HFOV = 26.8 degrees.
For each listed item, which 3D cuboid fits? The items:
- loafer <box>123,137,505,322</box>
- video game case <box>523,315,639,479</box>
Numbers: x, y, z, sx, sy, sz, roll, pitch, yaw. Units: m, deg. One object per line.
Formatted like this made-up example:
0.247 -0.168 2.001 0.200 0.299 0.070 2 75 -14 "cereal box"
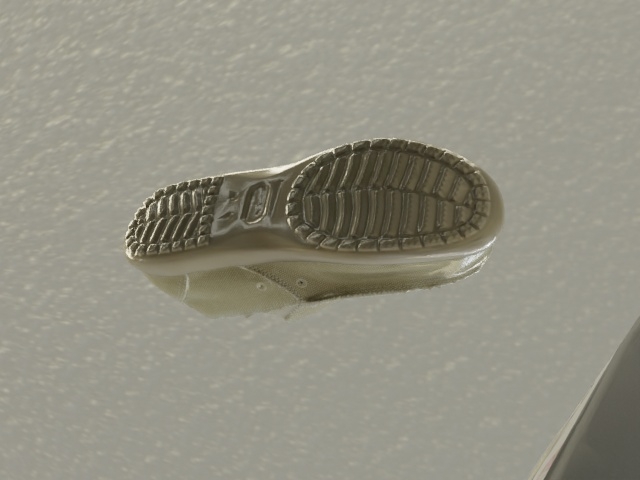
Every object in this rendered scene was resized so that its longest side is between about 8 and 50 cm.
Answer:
0.000 0.000 0.902 0.092 0.268 0.102 58 -141 -45 "loafer"
0.037 0.154 0.451 0.035 0.275 0.248 35 -72 11 "video game case"
